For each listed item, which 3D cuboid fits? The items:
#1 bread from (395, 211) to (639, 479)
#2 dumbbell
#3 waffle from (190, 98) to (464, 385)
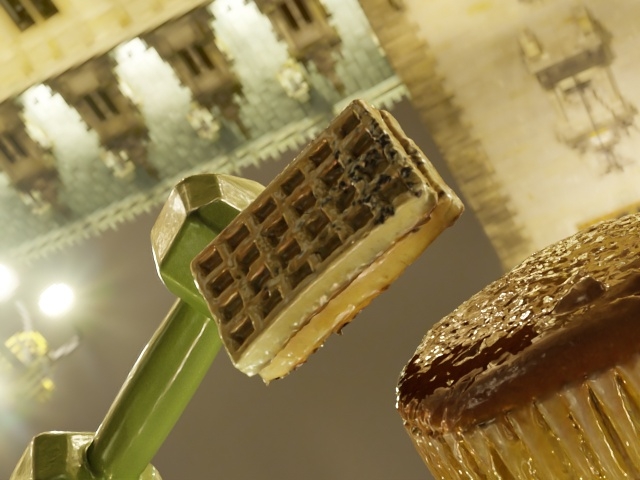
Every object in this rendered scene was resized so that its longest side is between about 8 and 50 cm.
[{"bbox_3d":[0.135,0.060,0.620,0.199,0.104,0.199,-30,-168,7],"label":"bread"},{"bbox_3d":[-0.110,0.099,0.864,0.108,0.121,0.302,45,-69,36],"label":"dumbbell"},{"bbox_3d":[0.000,0.000,0.699,0.148,0.042,0.102,-44,-141,12],"label":"waffle"}]
